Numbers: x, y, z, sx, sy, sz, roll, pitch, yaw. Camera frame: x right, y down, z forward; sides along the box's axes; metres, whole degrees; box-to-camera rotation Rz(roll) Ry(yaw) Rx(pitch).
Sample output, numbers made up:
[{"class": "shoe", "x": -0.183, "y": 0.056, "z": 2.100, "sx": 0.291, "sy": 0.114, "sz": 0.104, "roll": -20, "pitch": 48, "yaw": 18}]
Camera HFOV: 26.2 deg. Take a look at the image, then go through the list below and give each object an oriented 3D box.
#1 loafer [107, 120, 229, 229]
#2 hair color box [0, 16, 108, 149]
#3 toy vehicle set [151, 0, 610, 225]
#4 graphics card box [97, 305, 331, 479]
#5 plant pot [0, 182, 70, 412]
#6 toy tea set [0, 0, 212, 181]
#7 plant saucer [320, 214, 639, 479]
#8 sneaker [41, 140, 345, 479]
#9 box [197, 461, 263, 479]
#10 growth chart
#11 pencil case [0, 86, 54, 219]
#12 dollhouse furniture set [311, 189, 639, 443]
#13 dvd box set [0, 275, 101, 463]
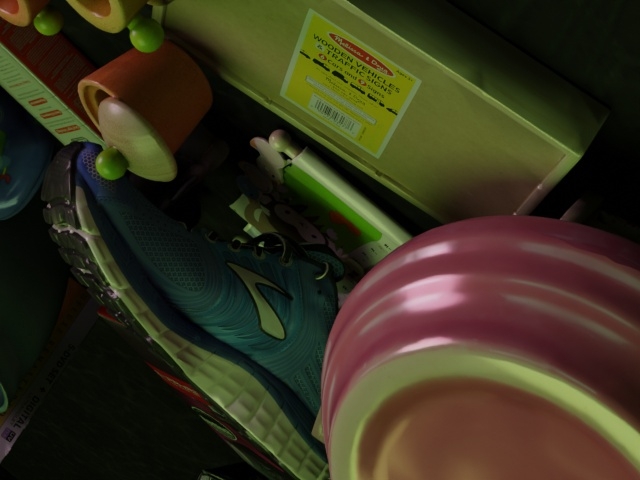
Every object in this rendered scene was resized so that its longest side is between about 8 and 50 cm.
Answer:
[{"class": "loafer", "x": -0.132, "y": -0.028, "z": 1.110, "sx": 0.084, "sy": 0.096, "sz": 0.267, "roll": 27, "pitch": 156, "yaw": 0}, {"class": "hair color box", "x": -0.216, "y": -0.130, "z": 1.075, "sx": 0.141, "sy": 0.043, "sz": 0.072, "roll": 46, "pitch": 155, "yaw": -24}, {"class": "toy vehicle set", "x": 0.023, "y": -0.103, "z": 0.811, "sx": 0.266, "sy": 0.035, "sz": 0.166, "roll": 34, "pitch": 158, "yaw": 1}, {"class": "graphics card box", "x": -0.027, "y": 0.162, "z": 1.321, "sx": 0.232, "sy": 0.094, "sz": 0.371, "roll": 19, "pitch": 157, "yaw": 38}, {"class": "plant pot", "x": -0.354, "y": -0.005, "z": 1.312, "sx": 0.293, "sy": 0.196, "sz": 0.293, "roll": 29, "pitch": 153, "yaw": 16}, {"class": "toy tea set", "x": -0.198, "y": -0.165, "z": 0.811, "sx": 0.336, "sy": 0.124, "sz": 0.200, "roll": 46, "pitch": 158, "yaw": -4}, {"class": "plant saucer", "x": 0.129, "y": 0.149, "z": 0.802, "sx": 0.332, "sy": 0.084, "sz": 0.332, "roll": 20, "pitch": 127, "yaw": 28}, {"class": "sneaker", "x": -0.072, "y": 0.035, "z": 1.033, "sx": 0.330, "sy": 0.147, "sz": 0.129, "roll": 46, "pitch": 169, "yaw": -27}, {"class": "box", "x": 0.018, "y": 0.345, "z": 1.534, "sx": 0.307, "sy": 0.077, "sz": 0.242, "roll": 23, "pitch": 178, "yaw": 12}, {"class": "growth chart", "x": 0.000, "y": 0.000, "z": 1.075, "sx": 0.172, "sy": 0.021, "sz": 0.237, "roll": 35, "pitch": 157, "yaw": 1}, {"class": "pencil case", "x": -0.341, "y": -0.119, "z": 1.066, "sx": 0.119, "sy": 0.133, "sz": 0.306, "roll": 41, "pitch": -172, "yaw": 39}, {"class": "dollhouse furniture set", "x": 0.192, "y": 0.044, "z": 0.867, "sx": 0.303, "sy": 0.174, "sz": 0.356, "roll": 32, "pitch": 132, "yaw": 17}, {"class": "dvd box set", "x": -0.471, "y": 0.056, "z": 1.467, "sx": 0.420, "sy": 0.308, "sz": 0.062, "roll": 39, "pitch": 136, "yaw": -10}]
